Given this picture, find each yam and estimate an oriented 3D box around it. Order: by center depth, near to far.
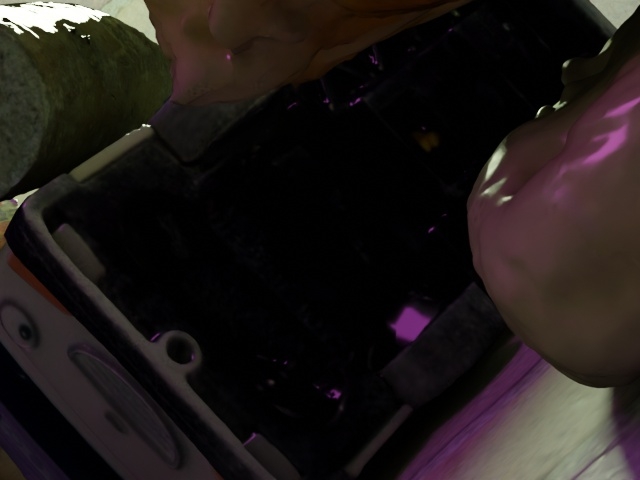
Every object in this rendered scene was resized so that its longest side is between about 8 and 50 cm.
[{"bbox_3d":[-0.145,-0.074,0.798,0.106,0.106,0.259,-43,-1,13],"label":"yam"}]

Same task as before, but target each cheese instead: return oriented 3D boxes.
[{"bbox_3d":[0.129,-0.037,0.527,0.159,0.093,0.263,-44,0,17],"label":"cheese"}]

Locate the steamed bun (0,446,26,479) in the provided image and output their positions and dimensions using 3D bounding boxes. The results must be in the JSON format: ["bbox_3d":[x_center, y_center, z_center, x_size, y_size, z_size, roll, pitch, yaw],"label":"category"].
[{"bbox_3d":[-0.173,0.125,1.011,0.292,0.137,0.295,-17,-62,-58],"label":"steamed bun"}]

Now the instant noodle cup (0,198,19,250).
[{"bbox_3d":[-0.281,0.094,1.166,0.190,0.251,0.251,-41,-1,-31],"label":"instant noodle cup"}]

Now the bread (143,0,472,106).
[{"bbox_3d":[0.129,-0.248,0.534,0.390,0.279,0.371,-11,13,38],"label":"bread"}]

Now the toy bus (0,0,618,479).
[{"bbox_3d":[0.000,0.000,0.870,0.440,0.209,0.249,-42,-2,-44],"label":"toy bus"}]
